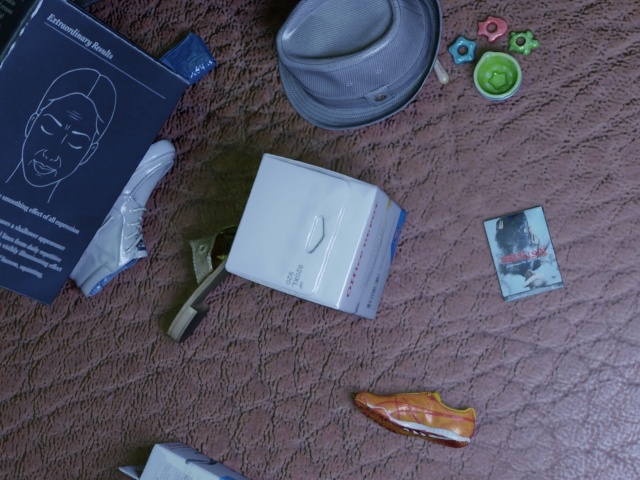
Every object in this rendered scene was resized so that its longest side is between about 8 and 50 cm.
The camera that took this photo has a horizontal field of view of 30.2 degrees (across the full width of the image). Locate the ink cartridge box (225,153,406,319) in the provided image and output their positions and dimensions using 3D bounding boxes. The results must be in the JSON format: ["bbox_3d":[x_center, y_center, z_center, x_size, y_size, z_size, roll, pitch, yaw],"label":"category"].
[{"bbox_3d":[0.000,0.000,1.639,0.168,0.232,0.171,17,86,15],"label":"ink cartridge box"}]

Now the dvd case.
[{"bbox_3d":[0.287,0.019,1.680,0.087,0.013,0.119,-15,80,11],"label":"dvd case"}]

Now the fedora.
[{"bbox_3d":[0.034,-0.291,1.701,0.275,0.124,0.244,-12,80,24],"label":"fedora"}]

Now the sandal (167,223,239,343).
[{"bbox_3d":[-0.171,0.034,1.752,0.079,0.088,0.240,37,97,10],"label":"sandal"}]

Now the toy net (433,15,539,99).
[{"bbox_3d":[0.193,-0.287,1.730,0.232,0.045,0.122,21,88,16],"label":"toy net"}]

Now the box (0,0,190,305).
[{"bbox_3d":[-0.433,-0.155,1.678,0.212,0.293,0.395,35,92,40],"label":"box"}]

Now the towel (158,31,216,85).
[{"bbox_3d":[-0.223,-0.263,1.837,0.119,0.029,0.067,-35,76,6],"label":"towel"}]

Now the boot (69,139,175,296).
[{"bbox_3d":[-0.291,-0.029,1.798,0.258,0.095,0.123,-41,81,14],"label":"boot"}]

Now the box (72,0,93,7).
[{"bbox_3d":[-0.444,-0.485,1.793,0.242,0.076,0.307,-15,105,34],"label":"box"}]

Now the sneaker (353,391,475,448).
[{"bbox_3d":[0.133,0.241,1.671,0.175,0.064,0.067,15,66,10],"label":"sneaker"}]

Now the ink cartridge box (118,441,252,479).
[{"bbox_3d":[-0.187,0.339,1.703,0.180,0.104,0.060,25,89,15],"label":"ink cartridge box"}]
